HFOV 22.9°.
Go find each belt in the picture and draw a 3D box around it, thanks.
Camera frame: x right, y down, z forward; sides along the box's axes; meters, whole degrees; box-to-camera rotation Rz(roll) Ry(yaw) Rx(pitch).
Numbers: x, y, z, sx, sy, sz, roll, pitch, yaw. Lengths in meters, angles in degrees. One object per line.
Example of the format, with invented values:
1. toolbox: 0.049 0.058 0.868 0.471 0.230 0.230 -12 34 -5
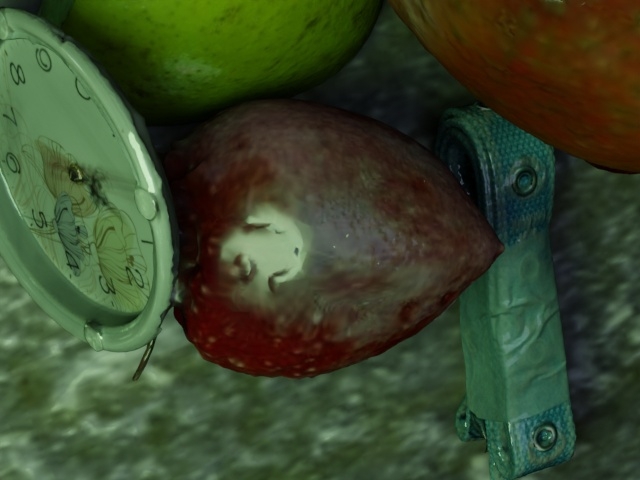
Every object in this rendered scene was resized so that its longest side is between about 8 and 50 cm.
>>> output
1. belt: 0.140 0.041 1.200 0.072 0.087 0.302 -14 107 -27

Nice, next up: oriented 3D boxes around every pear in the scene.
1. pear: -0.046 -0.187 1.067 0.239 0.139 0.288 20 97 -30

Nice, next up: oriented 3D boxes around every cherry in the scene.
1. cherry: 0.000 0.000 1.076 0.250 0.175 0.192 1 90 9

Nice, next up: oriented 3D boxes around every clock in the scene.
1. clock: -0.156 -0.043 1.015 0.053 0.236 0.236 -28 111 -36

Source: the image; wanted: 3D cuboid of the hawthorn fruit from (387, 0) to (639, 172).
1. hawthorn fruit: 0.201 -0.231 1.005 0.403 0.403 0.402 -4 103 -17

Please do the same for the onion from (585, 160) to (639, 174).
1. onion: 0.238 -0.093 1.193 0.107 0.097 0.107 -7 146 -4
